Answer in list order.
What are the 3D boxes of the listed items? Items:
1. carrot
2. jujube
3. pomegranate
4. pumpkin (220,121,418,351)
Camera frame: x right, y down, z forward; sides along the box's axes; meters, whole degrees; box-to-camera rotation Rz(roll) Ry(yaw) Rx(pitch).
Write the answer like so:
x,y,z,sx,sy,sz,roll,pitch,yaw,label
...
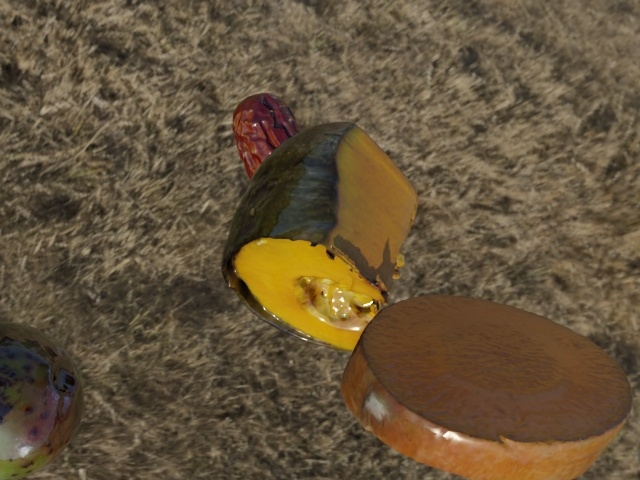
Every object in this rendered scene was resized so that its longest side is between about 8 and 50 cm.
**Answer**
x,y,z,sx,sy,sz,roll,pitch,yaw,label
0.159,0.149,0.810,0.307,0.258,0.100,-5,116,-42,carrot
-0.092,-0.188,1.668,0.155,0.155,0.230,-18,77,-36,jujube
-0.502,0.254,1.254,0.242,0.306,0.242,25,51,-36,pomegranate
0.000,0.000,1.168,0.256,0.303,0.225,27,55,-2,pumpkin
